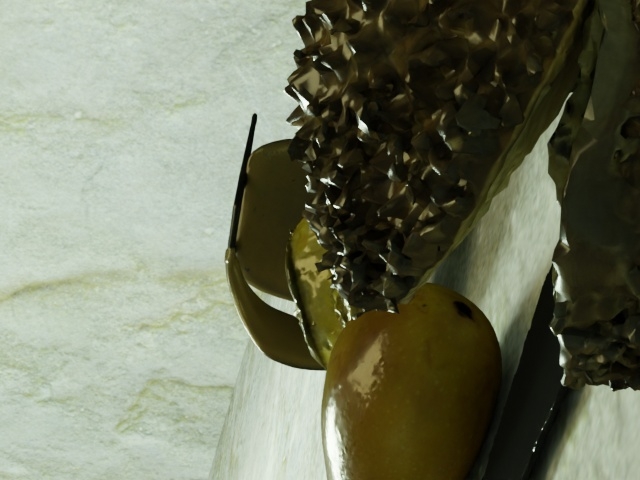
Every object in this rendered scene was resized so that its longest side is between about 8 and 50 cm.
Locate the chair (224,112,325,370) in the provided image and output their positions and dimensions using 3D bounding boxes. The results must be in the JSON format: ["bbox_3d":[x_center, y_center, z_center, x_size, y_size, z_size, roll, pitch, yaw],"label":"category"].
[{"bbox_3d":[0.000,0.000,1.524,0.247,0.159,0.172,-98,20,-81],"label":"chair"}]

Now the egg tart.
[{"bbox_3d":[0.024,0.035,1.294,0.191,0.074,0.191,-13,-90,-79],"label":"egg tart"}]

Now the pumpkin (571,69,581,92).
[{"bbox_3d":[0.105,-0.183,0.860,0.238,0.159,0.238,-163,90,-89],"label":"pumpkin"}]

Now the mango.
[{"bbox_3d":[0.047,0.117,1.059,0.136,0.099,0.227,-91,6,-47],"label":"mango"}]

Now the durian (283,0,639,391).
[{"bbox_3d":[0.082,-0.052,0.586,0.167,0.196,0.196,-103,28,-84],"label":"durian"}]

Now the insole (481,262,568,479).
[{"bbox_3d":[0.105,0.097,0.904,0.110,0.012,0.309,-94,19,-72],"label":"insole"}]
